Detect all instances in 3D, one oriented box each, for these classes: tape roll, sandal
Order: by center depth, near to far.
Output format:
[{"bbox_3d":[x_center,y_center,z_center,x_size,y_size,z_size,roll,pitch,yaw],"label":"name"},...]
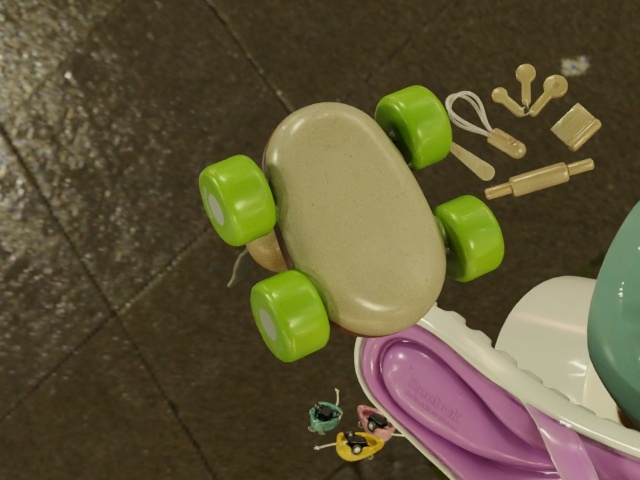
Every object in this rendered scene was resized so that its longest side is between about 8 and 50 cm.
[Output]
[{"bbox_3d":[0.168,0.201,0.927,0.416,0.102,0.169,33,129,32],"label":"sandal"},{"bbox_3d":[0.358,0.173,1.491,0.169,0.246,0.246,10,86,57],"label":"tape roll"}]

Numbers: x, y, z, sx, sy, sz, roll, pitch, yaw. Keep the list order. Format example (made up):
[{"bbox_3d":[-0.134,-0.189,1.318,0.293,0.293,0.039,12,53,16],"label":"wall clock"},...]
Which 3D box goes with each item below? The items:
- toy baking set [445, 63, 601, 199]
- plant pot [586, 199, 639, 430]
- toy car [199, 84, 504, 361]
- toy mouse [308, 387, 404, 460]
[{"bbox_3d":[0.281,-0.155,1.765,0.256,0.030,0.197,-21,68,3],"label":"toy baking set"},{"bbox_3d":[0.360,0.068,0.946,0.235,0.293,0.293,25,93,38],"label":"plant pot"},{"bbox_3d":[0.000,0.000,0.787,0.155,0.188,0.149,-23,86,-20],"label":"toy car"},{"bbox_3d":[0.039,0.243,1.556,0.143,0.161,0.031,-130,48,-58],"label":"toy mouse"}]
